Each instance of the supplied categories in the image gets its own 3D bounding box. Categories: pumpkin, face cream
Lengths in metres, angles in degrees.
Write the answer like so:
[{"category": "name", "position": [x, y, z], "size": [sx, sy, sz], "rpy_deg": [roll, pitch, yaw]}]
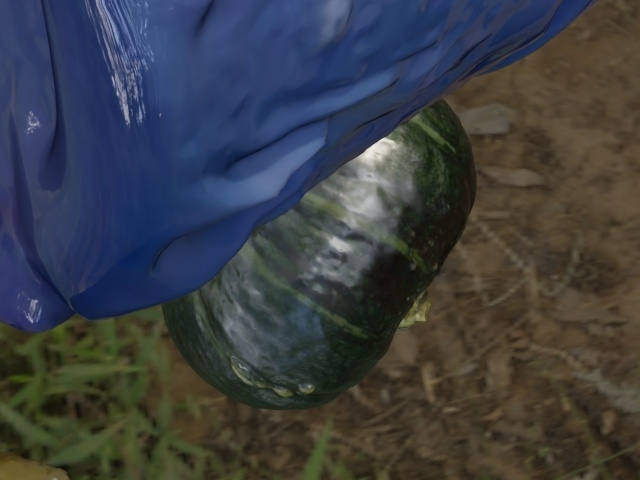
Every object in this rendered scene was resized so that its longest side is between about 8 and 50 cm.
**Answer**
[{"category": "pumpkin", "position": [-0.001, -0.002, 1.013], "size": [0.152, 0.211, 0.212], "rpy_deg": [21, 105, -20]}, {"category": "face cream", "position": [-0.042, -0.128, 0.432], "size": [0.249, 0.225, 0.249], "rpy_deg": [35, 148, 26]}]

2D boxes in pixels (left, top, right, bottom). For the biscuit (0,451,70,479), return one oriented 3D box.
[{"category": "biscuit", "position": [-0.077, 0.173, 0.546], "size": [0.274, 0.213, 0.091], "rpy_deg": [12, 138, 26]}]
